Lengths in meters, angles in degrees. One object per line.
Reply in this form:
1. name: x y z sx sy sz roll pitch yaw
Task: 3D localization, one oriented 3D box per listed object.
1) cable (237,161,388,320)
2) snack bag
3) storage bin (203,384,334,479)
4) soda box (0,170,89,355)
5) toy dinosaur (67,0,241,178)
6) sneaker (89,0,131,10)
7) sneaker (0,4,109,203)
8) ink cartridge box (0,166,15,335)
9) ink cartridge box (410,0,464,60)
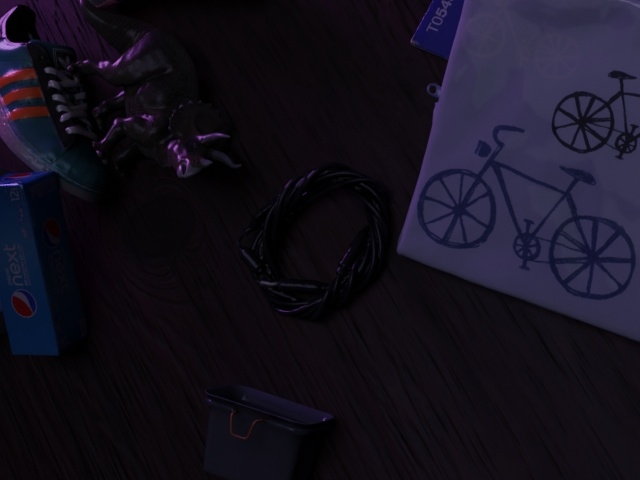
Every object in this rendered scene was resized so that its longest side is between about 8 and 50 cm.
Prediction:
1. cable: 0.000 0.000 1.373 0.184 0.047 0.150 -35 68 13
2. snack bag: 0.250 -0.095 1.240 0.323 0.037 0.342 20 105 28
3. storage bin: -0.066 0.220 1.334 0.135 0.098 0.091 13 95 25
4. soda box: -0.338 0.027 1.454 0.071 0.067 0.210 -1 106 24
5. toy dinosaur: -0.203 -0.175 1.480 0.160 0.121 0.313 -24 65 5
6. sneaker: -0.223 -0.335 1.524 0.319 0.112 0.131 25 106 29
7. sneaker: -0.339 -0.177 1.525 0.121 0.108 0.302 -47 64 13
8. ink cartridge box: -0.451 0.020 1.543 0.153 0.087 0.208 -20 71 18
9. ink cartridge box: 0.292 -0.300 1.299 0.330 0.071 0.324 27 91 25
